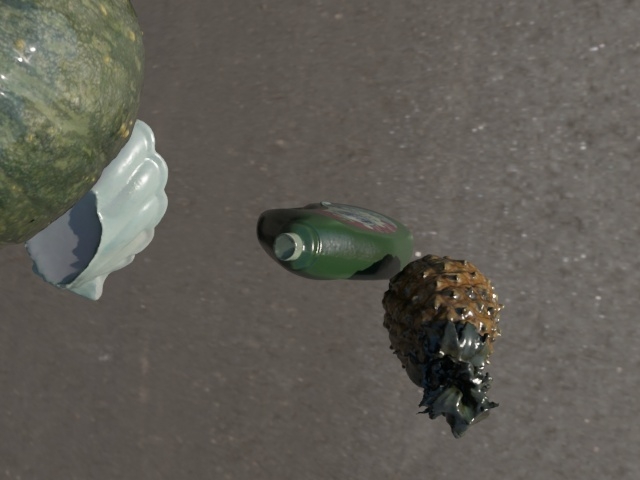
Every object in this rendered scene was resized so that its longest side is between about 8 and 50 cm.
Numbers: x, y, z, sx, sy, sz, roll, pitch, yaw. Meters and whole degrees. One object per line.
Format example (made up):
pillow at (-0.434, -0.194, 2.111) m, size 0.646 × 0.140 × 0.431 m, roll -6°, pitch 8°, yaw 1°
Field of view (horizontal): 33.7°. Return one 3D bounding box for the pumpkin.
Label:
pumpkin at (-0.294, -0.137, 0.761) m, size 0.291 × 0.257 × 0.327 m, roll -40°, pitch 70°, yaw -5°

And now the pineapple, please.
pineapple at (0.109, 0.090, 0.883) m, size 0.108 × 0.197 × 0.108 m, roll -1°, pitch 117°, yaw -2°

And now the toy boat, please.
toy boat at (-0.311, -0.041, 1.363) m, size 0.199 × 0.100 × 0.290 m, roll 25°, pitch 123°, yaw 8°

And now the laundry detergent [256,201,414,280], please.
laundry detergent at (0.000, 0.000, 0.975) m, size 0.211 × 0.137 × 0.063 m, roll -5°, pitch 114°, yaw -66°
